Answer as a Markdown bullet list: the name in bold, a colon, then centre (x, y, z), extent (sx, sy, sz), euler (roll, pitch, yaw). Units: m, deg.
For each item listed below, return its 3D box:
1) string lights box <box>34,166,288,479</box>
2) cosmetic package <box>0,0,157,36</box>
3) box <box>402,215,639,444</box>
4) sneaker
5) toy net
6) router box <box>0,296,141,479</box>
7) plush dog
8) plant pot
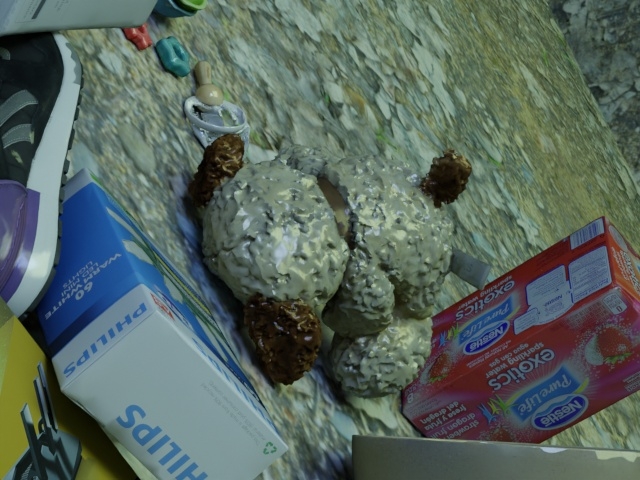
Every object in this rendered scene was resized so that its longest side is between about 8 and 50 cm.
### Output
- **string lights box**: centre (-0.120, 0.061, 1.069), extent (0.133, 0.077, 0.260), euler (49, 1, -28)
- **cosmetic package**: centre (-0.232, -0.265, 1.180), extent (0.224, 0.138, 0.224), euler (35, 17, 11)
- **box**: centre (0.214, 0.109, 1.617), extent (0.122, 0.257, 0.128), euler (47, 24, -24)
- **sneaker**: centre (-0.237, -0.078, 1.086), extent (0.124, 0.107, 0.283), euler (35, 31, -35)
- **toy net**: centre (-0.121, -0.167, 1.527), extent (0.232, 0.045, 0.122), euler (63, 22, 10)
- **router box**: centre (-0.218, 0.149, 0.856), extent (0.243, 0.081, 0.309), euler (54, 22, -12)
- **plush dog**: centre (0.000, 0.000, 1.428), extent (0.225, 0.210, 0.262), euler (-9, 65, -39)
- **plant pot**: centre (0.164, 0.263, 1.350), extent (0.284, 0.284, 0.191), euler (14, 77, -61)
